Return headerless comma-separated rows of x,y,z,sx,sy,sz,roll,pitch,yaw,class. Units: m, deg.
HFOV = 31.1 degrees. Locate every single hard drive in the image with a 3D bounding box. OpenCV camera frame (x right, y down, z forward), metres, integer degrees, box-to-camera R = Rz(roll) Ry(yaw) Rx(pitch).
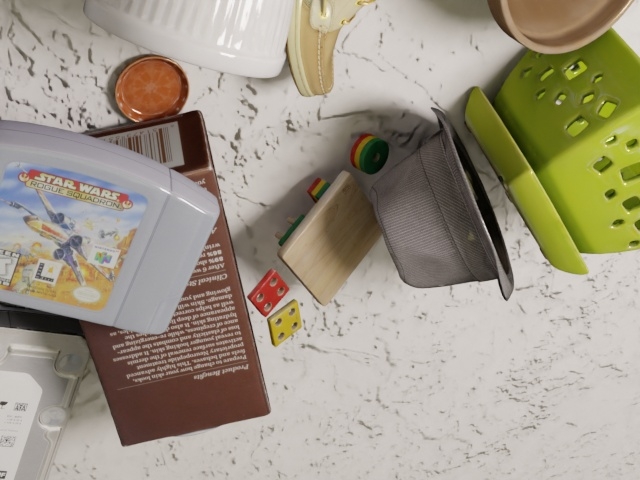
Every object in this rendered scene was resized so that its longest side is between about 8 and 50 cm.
-0.439,0.225,1.432,0.237,0.064,0.338,10,118,-27,hard drive

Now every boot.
0.067,-0.269,1.221,0.204,0.095,0.261,5,119,5,boot

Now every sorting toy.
0.000,0.000,1.423,0.274,0.046,0.132,-52,142,-11,sorting toy

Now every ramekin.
-0.121,-0.248,1.139,0.207,0.207,0.109,10,110,-26,ramekin

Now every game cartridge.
-0.265,-0.016,1.166,0.297,0.062,0.198,15,126,-20,game cartridge

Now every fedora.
0.135,-0.026,1.364,0.124,0.275,0.243,-22,88,12,fedora

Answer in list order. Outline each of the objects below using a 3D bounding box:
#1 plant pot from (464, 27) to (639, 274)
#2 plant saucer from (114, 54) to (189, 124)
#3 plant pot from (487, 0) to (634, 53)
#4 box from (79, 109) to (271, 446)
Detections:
0.315,-0.108,1.389,0.207,0.227,0.228,-30,129,9,plant pot
-0.188,-0.169,1.283,0.084,0.013,0.083,-10,126,-15,plant saucer
0.256,-0.334,1.260,0.237,0.110,0.237,-20,130,-25,plant pot
-0.186,0.052,1.349,0.191,0.143,0.381,-12,126,-4,box
